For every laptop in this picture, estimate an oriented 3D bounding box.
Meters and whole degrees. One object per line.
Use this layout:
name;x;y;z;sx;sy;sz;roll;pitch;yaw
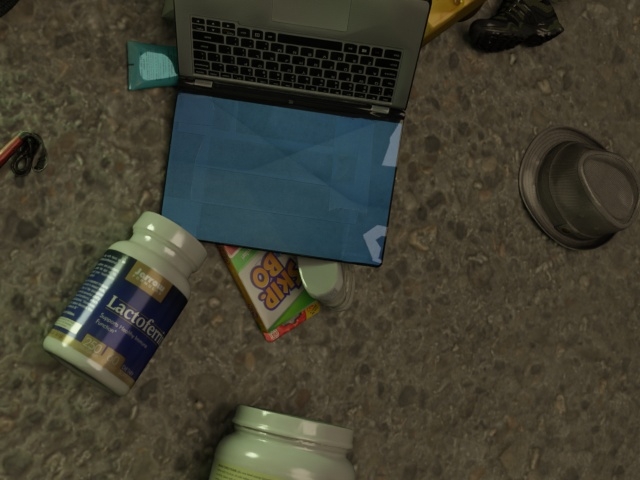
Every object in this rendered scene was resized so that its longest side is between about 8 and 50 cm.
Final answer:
laptop;-0.055;-0.183;1.542;0.381;0.408;0.236;8;59;-1

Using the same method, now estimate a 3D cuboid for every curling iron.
curling iron;-0.521;-0.068;1.508;0.274;0.035;0.068;-45;107;-22

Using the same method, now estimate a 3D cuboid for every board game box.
board game box;-0.096;0.039;1.724;0.124;0.039;0.260;-32;104;-25

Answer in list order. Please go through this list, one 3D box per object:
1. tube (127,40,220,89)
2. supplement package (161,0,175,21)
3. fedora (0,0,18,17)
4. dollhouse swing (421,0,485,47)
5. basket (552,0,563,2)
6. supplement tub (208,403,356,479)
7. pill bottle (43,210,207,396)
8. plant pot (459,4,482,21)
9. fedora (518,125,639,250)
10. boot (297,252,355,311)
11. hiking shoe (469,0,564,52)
tube;-0.220;-0.293;1.670;0.207;0.052;0.080;-3;86;-22
supplement package;-0.159;-0.407;1.672;0.179;0.105;0.105;15;82;-26
fedora;-0.574;-0.457;1.435;0.333;0.152;0.334;-1;91;-29
dollhouse swing;0.105;-0.481;1.652;0.315;0.305;0.347;-37;89;-13
basket;0.520;-0.580;2.030;0.113;0.103;0.167;45;70;-18
supplement tub;-0.074;0.444;1.599;0.235;0.235;0.325;17;80;-25
pill bottle;-0.297;0.096;1.549;0.153;0.153;0.265;38;71;-20
plant pot;0.195;-0.493;1.819;0.230;0.215;0.216;16;80;-40
fedora;0.547;-0.108;2.008;0.275;0.124;0.244;44;69;-18
boot;0.000;0.000;1.750;0.095;0.123;0.258;-13;65;13
hiking shoe;0.376;-0.442;1.972;0.226;0.086;0.114;-10;78;-33
